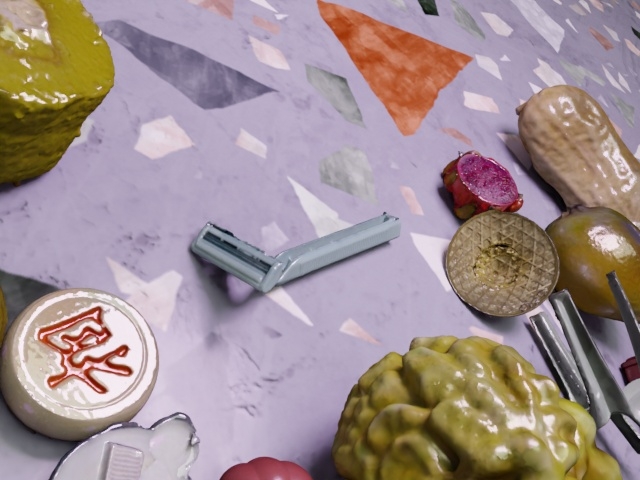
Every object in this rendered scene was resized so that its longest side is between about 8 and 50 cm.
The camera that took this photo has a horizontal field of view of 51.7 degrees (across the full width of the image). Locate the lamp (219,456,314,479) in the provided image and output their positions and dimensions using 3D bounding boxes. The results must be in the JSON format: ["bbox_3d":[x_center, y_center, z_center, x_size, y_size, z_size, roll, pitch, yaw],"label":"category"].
[{"bbox_3d":[-0.043,0.221,0.506,0.107,0.092,0.108,-1,92,-21],"label":"lamp"}]

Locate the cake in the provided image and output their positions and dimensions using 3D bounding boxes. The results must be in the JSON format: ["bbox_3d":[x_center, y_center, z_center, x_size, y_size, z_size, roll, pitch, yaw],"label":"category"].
[{"bbox_3d":[-0.314,-0.180,0.578,0.261,0.156,0.179,53,27,3],"label":"cake"}]

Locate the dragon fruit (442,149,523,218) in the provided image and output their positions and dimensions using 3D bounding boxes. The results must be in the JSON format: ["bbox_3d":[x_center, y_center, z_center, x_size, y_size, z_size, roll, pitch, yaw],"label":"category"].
[{"bbox_3d":[0.231,-0.072,0.964,0.112,0.068,0.126,-16,57,-36],"label":"dragon fruit"}]

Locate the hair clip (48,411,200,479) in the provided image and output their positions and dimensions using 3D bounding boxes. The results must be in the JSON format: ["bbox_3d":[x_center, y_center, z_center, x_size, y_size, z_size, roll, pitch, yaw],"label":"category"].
[{"bbox_3d":[-0.142,0.201,0.467,0.116,0.049,0.172,30,46,-41],"label":"hair clip"}]

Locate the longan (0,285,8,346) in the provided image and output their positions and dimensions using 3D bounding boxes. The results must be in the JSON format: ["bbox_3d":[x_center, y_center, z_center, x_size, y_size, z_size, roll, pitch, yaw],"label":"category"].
[{"bbox_3d":[-0.285,0.066,0.427,0.154,0.176,0.145,-19,26,-22],"label":"longan"}]

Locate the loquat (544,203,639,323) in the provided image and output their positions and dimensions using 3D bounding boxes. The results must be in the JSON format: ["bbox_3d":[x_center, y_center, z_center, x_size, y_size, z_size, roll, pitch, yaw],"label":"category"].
[{"bbox_3d":[0.407,0.036,0.956,0.152,0.152,0.195,-23,81,-45],"label":"loquat"}]

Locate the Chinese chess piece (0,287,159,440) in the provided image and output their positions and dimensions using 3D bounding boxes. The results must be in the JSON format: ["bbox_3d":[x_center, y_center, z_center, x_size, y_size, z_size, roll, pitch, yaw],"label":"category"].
[{"bbox_3d":[-0.190,0.097,0.525,0.122,0.051,0.122,20,47,-24],"label":"Chinese chess piece"}]

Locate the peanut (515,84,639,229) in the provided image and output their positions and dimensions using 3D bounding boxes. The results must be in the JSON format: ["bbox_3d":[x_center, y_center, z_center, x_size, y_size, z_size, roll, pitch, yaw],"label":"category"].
[{"bbox_3d":[0.452,-0.133,1.123,0.291,0.143,0.159,54,35,3],"label":"peanut"}]

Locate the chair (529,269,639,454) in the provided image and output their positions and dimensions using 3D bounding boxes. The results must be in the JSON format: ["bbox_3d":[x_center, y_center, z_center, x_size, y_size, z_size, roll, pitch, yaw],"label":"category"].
[{"bbox_3d":[0.326,0.186,0.737,0.203,0.190,0.275,-13,69,-42],"label":"chair"}]

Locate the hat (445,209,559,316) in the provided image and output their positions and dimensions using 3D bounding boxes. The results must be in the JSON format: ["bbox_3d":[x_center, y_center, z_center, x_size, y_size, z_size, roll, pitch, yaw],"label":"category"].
[{"bbox_3d":[0.239,0.038,0.892,0.145,0.067,0.146,-2,72,5],"label":"hat"}]

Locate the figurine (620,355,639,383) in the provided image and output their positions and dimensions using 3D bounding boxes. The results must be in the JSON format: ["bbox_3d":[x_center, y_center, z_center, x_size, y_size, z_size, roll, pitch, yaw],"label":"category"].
[{"bbox_3d":[0.493,0.236,0.920,0.098,0.082,0.154,34,39,-42],"label":"figurine"}]

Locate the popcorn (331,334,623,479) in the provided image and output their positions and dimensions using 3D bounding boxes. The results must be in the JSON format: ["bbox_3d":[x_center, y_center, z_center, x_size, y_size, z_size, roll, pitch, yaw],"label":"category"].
[{"bbox_3d":[0.131,0.210,0.558,0.258,0.224,0.270,44,31,-24],"label":"popcorn"}]

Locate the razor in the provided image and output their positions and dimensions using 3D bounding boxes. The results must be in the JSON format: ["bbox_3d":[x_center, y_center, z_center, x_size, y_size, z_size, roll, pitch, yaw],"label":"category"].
[{"bbox_3d":[-0.001,0.010,0.740,0.111,0.056,0.277,26,23,36],"label":"razor"}]
